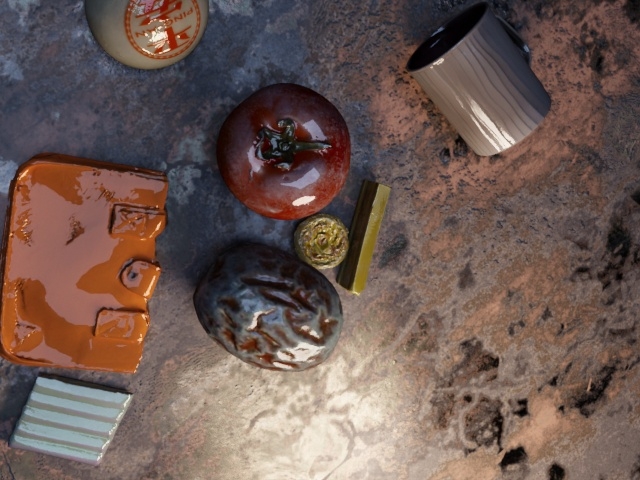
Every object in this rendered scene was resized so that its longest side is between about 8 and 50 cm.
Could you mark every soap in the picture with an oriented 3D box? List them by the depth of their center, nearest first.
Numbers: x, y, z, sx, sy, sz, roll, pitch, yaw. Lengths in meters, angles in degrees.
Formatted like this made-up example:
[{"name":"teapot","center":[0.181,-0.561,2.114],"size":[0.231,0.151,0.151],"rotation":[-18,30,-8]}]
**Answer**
[{"name":"soap","center":[0.094,-0.007,1.599],"size":[0.037,0.092,0.252],"rotation":[14,94,-20]}]

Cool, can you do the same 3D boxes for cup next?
[{"name":"cup","center":[0.348,-0.362,1.586],"size":[0.208,0.288,0.273],"rotation":[-32,111,28]}]

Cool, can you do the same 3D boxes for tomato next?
[{"name":"tomato","center":[-0.069,-0.172,1.454],"size":[0.270,0.227,0.270],"rotation":[0,86,-1]}]

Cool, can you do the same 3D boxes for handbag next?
[{"name":"handbag","center":[-0.467,0.046,1.427],"size":[0.303,0.116,0.410],"rotation":[9,97,-18]}]

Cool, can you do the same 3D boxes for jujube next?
[{"name":"jujube","center":[-0.110,0.138,1.496],"size":[0.308,0.215,0.246],"rotation":[18,92,-17]}]

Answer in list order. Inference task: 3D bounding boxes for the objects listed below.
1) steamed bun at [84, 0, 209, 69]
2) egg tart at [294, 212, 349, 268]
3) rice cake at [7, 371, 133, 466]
[{"name":"steamed bun","center":[-0.314,-0.422,1.344],"size":[0.232,0.145,0.232],"rotation":[-17,134,-18]},{"name":"egg tart","center":[0.000,0.000,1.596],"size":[0.129,0.049,0.129],"rotation":[-2,102,-11]},{"name":"rice cake","center":[-0.520,0.373,1.504],"size":[0.198,0.037,0.189],"rotation":[26,90,-19]}]
